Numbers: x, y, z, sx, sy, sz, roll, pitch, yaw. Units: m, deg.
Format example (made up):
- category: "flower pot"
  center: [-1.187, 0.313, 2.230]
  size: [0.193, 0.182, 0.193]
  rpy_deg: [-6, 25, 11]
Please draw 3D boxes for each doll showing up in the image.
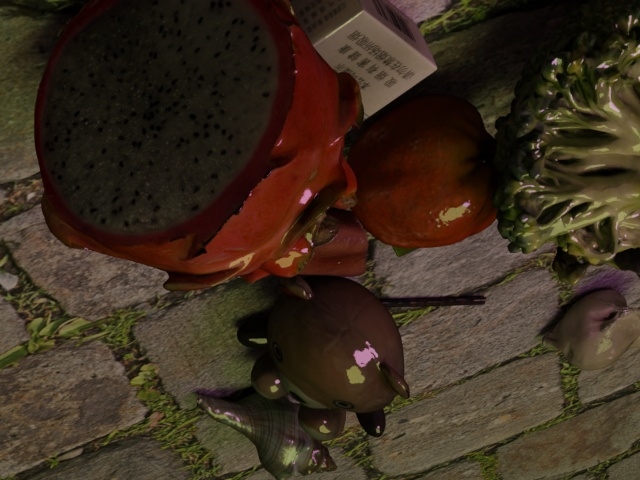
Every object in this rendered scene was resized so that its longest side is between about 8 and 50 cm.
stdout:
- category: "doll"
  center: [0.018, 0.152, 2.090]
  size: [0.174, 0.235, 0.330]
  rpy_deg: [-43, 174, -15]

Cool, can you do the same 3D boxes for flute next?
- category: "flute"
  center: [0.132, 0.088, 2.249]
  size: [0.270, 0.014, 0.014]
  rpy_deg: [1, 144, -36]

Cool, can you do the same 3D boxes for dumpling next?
- category: "dumpling"
  center: [0.438, 0.140, 2.462]
  size: [0.136, 0.118, 0.199]
  rpy_deg: [7, 161, -40]

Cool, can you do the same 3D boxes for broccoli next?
- category: "broccoli"
  center: [0.329, -0.114, 1.764]
  size: [0.324, 0.272, 0.334]
  rpy_deg: [-43, 155, 31]

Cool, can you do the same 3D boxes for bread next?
- category: "bread"
  center: [0.000, -0.001, 1.947]
  size: [0.192, 0.067, 0.119]
  rpy_deg: [6, 150, -41]

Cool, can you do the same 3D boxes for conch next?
- category: "conch"
  center: [-0.067, 0.268, 2.319]
  size: [0.114, 0.234, 0.137]
  rpy_deg: [-47, -175, -6]

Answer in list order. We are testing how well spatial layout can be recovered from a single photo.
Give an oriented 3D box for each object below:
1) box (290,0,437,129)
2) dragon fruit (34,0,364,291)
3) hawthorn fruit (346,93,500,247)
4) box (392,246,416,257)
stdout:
- category: "box"
  center: [-0.027, -0.160, 1.658]
  size: [0.256, 0.069, 0.164]
  rpy_deg: [-34, 149, 19]
- category: "dragon fruit"
  center: [-0.098, -0.090, 1.494]
  size: [0.305, 0.305, 0.226]
  rpy_deg: [-33, 154, 17]
- category: "hawthorn fruit"
  center: [0.119, -0.072, 1.810]
  size: [0.189, 0.189, 0.189]
  rpy_deg: [-18, 151, -10]
- category: "box"
  center: [0.128, -0.053, 1.993]
  size: [0.121, 0.030, 0.193]
  rpy_deg: [-24, 152, 2]
